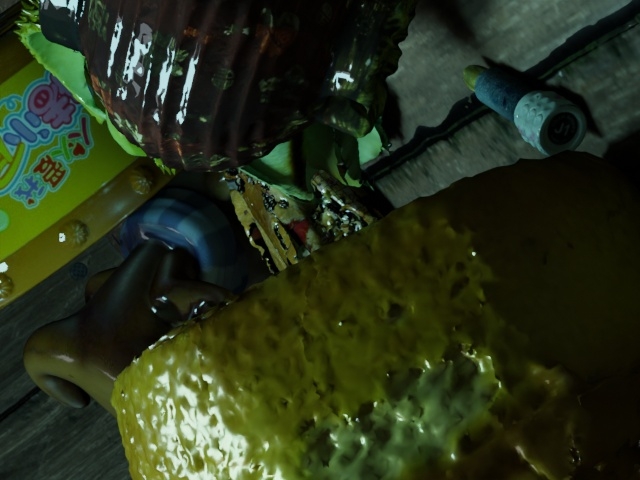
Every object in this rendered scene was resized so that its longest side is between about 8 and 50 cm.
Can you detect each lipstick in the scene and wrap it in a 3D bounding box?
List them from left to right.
[{"bbox_3d":[0.124,-0.087,1.202,0.037,0.037,0.116,59,172,-31],"label":"lipstick"}]

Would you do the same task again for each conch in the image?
[{"bbox_3d":[-0.019,-0.099,1.504,0.250,0.143,0.137,41,-155,-36],"label":"conch"}]

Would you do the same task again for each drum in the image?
[{"bbox_3d":[-0.315,-0.093,1.914,0.214,0.431,0.431,55,168,-13],"label":"drum"}]

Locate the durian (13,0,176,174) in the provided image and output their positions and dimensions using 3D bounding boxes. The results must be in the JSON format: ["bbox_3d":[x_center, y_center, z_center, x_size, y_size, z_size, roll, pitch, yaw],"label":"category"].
[{"bbox_3d":[-0.143,-0.164,1.635,0.237,0.176,0.200,19,136,60],"label":"durian"}]

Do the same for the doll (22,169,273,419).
[{"bbox_3d":[-0.135,0.061,1.944,0.209,0.339,0.318,41,144,-19],"label":"doll"}]

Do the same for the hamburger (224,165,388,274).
[{"bbox_3d":[0.000,0.000,1.762,0.231,0.107,0.231,51,173,9],"label":"hamburger"}]

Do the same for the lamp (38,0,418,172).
[{"bbox_3d":[-0.052,-0.154,1.212,0.247,0.247,0.247,49,168,14],"label":"lamp"}]

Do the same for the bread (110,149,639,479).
[{"bbox_3d":[0.074,0.102,1.163,0.215,0.398,0.398,63,170,9],"label":"bread"}]
